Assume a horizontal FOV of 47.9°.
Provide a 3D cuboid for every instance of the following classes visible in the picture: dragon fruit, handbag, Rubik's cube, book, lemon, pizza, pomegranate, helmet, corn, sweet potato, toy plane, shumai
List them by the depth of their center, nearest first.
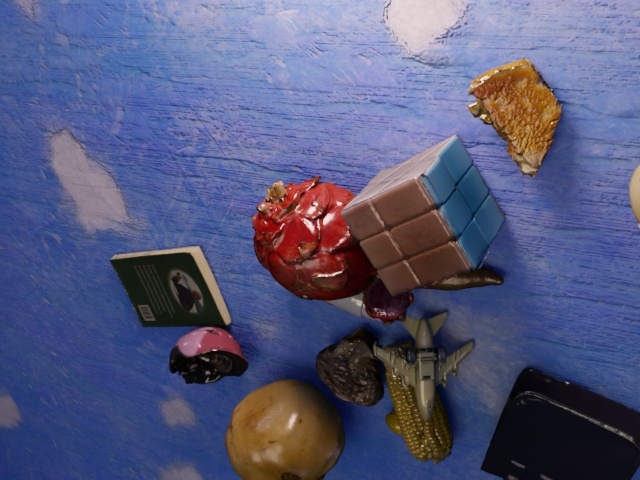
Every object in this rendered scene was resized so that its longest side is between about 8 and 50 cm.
[{"bbox_3d":[0.394,-0.247,1.409,0.147,0.069,0.226,-39,96,19],"label":"pizza"},{"bbox_3d":[0.221,-0.050,1.520,0.221,0.231,0.225,-24,104,39],"label":"Rubik's cube"},{"bbox_3d":[0.295,0.077,1.648,0.243,0.077,0.077,-4,114,32],"label":"sweet potato"},{"bbox_3d":[0.000,0.000,1.663,0.342,0.277,0.277,39,130,-5],"label":"dragon fruit"},{"bbox_3d":[0.562,0.487,1.687,0.303,0.122,0.329,22,125,18],"label":"handbag"},{"bbox_3d":[0.158,0.146,1.690,0.126,0.112,0.068,17,150,22],"label":"dragon fruit"},{"bbox_3d":[0.250,0.301,1.725,0.241,0.104,0.256,-2,82,-3],"label":"toy plane"},{"bbox_3d":[0.246,0.417,1.835,0.130,0.130,0.347,-14,103,36],"label":"corn"},{"bbox_3d":[0.101,0.320,1.874,0.206,0.166,0.176,37,107,7],"label":"shumai"},{"bbox_3d":[0.217,0.490,1.939,0.092,0.065,0.065,10,121,30],"label":"lemon"},{"bbox_3d":[-0.097,0.541,2.006,0.332,0.332,0.333,15,123,24],"label":"pomegranate"},{"bbox_3d":[-0.331,0.327,2.128,0.198,0.154,0.253,30,129,-34],"label":"helmet"},{"bbox_3d":[-0.456,0.147,2.173,0.370,0.043,0.260,-5,116,35],"label":"book"}]

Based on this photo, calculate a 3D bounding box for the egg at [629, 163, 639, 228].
[{"bbox_3d":[0.649,-0.067,1.293,0.201,0.164,0.164,49,130,4],"label":"egg"}]

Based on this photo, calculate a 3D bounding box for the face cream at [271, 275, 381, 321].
[{"bbox_3d":[0.046,0.116,1.806,0.345,0.102,0.102,23,126,20],"label":"face cream"}]
